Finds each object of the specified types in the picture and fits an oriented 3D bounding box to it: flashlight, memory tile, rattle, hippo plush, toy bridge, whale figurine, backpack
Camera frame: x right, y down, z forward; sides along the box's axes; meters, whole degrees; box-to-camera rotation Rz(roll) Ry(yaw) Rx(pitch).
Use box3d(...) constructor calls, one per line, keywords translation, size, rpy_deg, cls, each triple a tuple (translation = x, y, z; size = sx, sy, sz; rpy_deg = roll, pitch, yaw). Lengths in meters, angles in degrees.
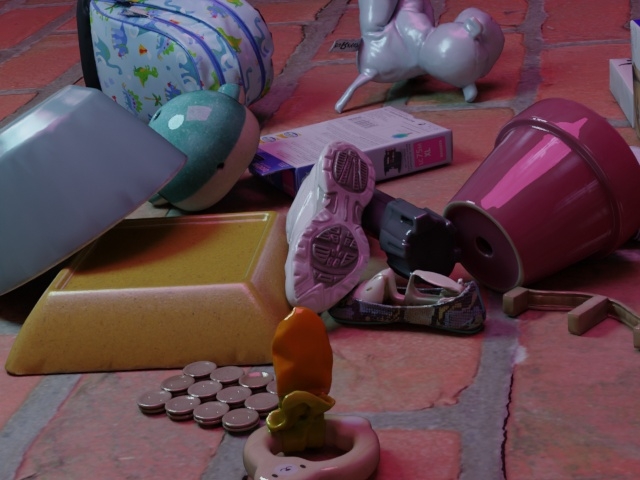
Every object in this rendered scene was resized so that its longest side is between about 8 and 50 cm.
box3d(translation=(0.069, -0.015, 1.692), size=(0.103, 0.103, 0.304), rpy_deg=(18, 8, -29), cls="flashlight")
box3d(translation=(-0.103, 0.159, 1.411), size=(0.148, 0.012, 0.113), rpy_deg=(7, 24, 33), cls="memory tile")
box3d(translation=(-0.012, 0.165, 1.203), size=(0.130, 0.142, 0.200), rpy_deg=(18, 20, 10), cls="rattle")
box3d(translation=(0.188, -0.367, 2.406), size=(0.237, 0.234, 0.294), rpy_deg=(7, 24, 33), cls="hippo plush")
box3d(translation=(0.291, 0.079, 1.491), size=(0.188, 0.026, 0.063), rpy_deg=(14, 27, 41), cls="toy bridge")
box3d(translation=(-0.200, -0.153, 2.007), size=(0.216, 0.141, 0.272), rpy_deg=(-52, 29, 2), cls="whale figurine")
box3d(translation=(-0.251, -0.320, 2.399), size=(0.356, 0.290, 0.273), rpy_deg=(8, 32, 17), cls="backpack")

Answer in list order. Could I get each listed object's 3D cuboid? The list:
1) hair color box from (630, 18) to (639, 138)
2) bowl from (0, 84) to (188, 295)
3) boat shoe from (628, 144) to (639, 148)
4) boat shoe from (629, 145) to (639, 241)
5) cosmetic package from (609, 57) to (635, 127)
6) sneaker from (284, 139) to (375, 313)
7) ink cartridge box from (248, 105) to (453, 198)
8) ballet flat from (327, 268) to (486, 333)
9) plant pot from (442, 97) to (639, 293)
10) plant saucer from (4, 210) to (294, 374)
box3d(translation=(0.517, -0.190, 1.914), size=(0.110, 0.185, 0.339), rpy_deg=(-6, 20, 4), cls="hair color box")
box3d(translation=(-0.339, -0.080, 1.726), size=(0.312, 0.163, 0.311), rpy_deg=(-32, 13, 9), cls="bowl")
box3d(translation=(0.377, -0.121, 1.934), size=(0.207, 0.073, 0.073), rpy_deg=(5, 22, 25), cls="boat shoe")
box3d(translation=(0.378, -0.064, 1.769), size=(0.076, 0.080, 0.228), rpy_deg=(9, 29, -1), cls="boat shoe")
box3d(translation=(0.533, -0.244, 2.229), size=(0.099, 0.060, 0.239), rpy_deg=(-6, 20, 4), cls="cosmetic package")
box3d(translation=(0.000, 0.000, 1.613), size=(0.090, 0.115, 0.232), rpy_deg=(28, 51, -15), cls="sneaker")
box3d(translation=(0.019, -0.129, 2.069), size=(0.311, 0.065, 0.186), rpy_deg=(-13, 22, -24), cls="ink cartridge box")
box3d(translation=(0.094, 0.061, 1.541), size=(0.188, 0.070, 0.070), rpy_deg=(2, 22, 22), cls="ballet flat")
box3d(translation=(0.249, -0.038, 1.609), size=(0.180, 0.201, 0.201), rpy_deg=(-36, 33, -26), cls="plant pot")
box3d(translation=(-0.176, 0.046, 1.639), size=(0.333, 0.081, 0.333), rpy_deg=(-4, 21, 8), cls="plant saucer")
